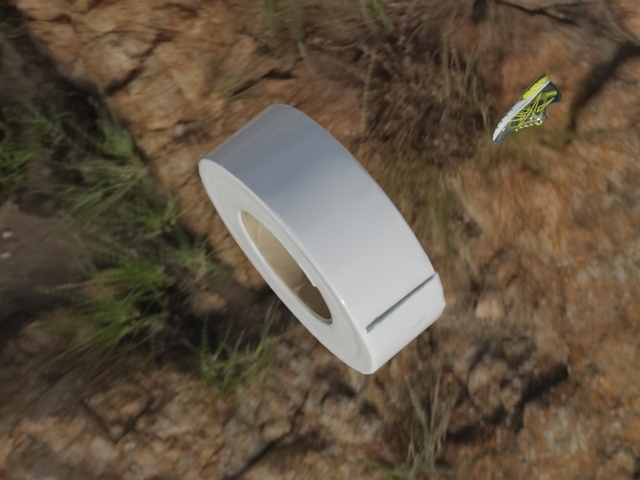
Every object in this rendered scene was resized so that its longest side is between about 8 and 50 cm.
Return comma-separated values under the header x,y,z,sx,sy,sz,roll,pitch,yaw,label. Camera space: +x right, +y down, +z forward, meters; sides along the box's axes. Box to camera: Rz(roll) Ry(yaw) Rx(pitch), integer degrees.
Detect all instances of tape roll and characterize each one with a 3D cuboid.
x,y,z,sx,sy,sz,roll,pitch,yaw,label
0.000,0.000,1.375,0.100,0.286,0.286,-38,95,-13,tape roll

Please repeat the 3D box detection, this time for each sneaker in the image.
x,y,z,sx,sy,sz,roll,pitch,yaw,label
0.200,-0.121,1.298,0.035,0.031,0.083,41,106,-1,sneaker
